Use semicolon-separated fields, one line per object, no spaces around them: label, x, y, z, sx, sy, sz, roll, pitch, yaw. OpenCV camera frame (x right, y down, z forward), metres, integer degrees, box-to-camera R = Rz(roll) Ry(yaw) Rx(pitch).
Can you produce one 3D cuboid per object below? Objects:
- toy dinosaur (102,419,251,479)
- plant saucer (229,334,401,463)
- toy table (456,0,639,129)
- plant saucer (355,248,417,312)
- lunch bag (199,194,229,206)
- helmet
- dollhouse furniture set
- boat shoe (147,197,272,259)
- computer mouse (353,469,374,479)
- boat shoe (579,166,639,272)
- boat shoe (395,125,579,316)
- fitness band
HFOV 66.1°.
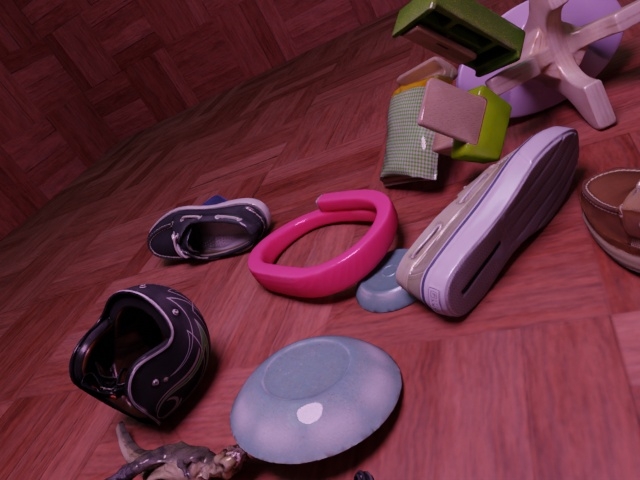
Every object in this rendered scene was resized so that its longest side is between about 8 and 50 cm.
toy dinosaur;-0.191;0.266;0.554;0.268;0.064;0.118;-9;21;36
plant saucer;-0.011;0.152;0.537;0.195;0.037;0.195;-15;21;6
toy table;0.360;-0.290;0.762;0.274;0.252;0.161;-38;9;13
plant saucer;0.098;0.047;0.668;0.119;0.021;0.119;-23;28;14
lunch bag;-0.238;-0.044;1.094;0.098;0.065;0.067;-39;44;-18
helmet;-0.229;0.146;0.664;0.169;0.169;0.161;-5;46;39
dollhouse furniture set;0.132;-0.206;0.750;0.301;0.151;0.198;-177;102;-69
boat shoe;-0.246;-0.012;0.998;0.302;0.114;0.091;-17;25;26
computer mouse;0.094;0.227;0.359;0.193;0.042;0.106;-12;32;31
boat shoe;0.344;-0.025;0.424;0.122;0.120;0.324;-27;20;3
boat shoe;0.208;-0.040;0.606;0.302;0.109;0.094;-44;39;-18
fitness band;0.000;0.000;0.783;0.209;0.054;0.291;-46;26;-27
